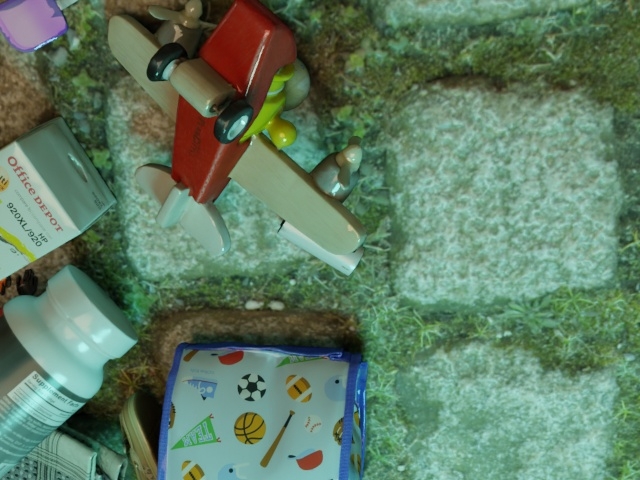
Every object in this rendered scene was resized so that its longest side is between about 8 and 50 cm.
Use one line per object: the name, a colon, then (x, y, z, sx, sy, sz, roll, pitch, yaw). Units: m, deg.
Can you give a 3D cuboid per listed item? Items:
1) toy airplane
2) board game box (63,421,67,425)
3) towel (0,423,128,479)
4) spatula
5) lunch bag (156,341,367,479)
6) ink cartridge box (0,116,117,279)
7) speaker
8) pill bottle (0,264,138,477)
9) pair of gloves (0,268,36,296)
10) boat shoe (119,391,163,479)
toy airplane: (-0.120, -0.165, 1.287, 0.385, 0.272, 0.386, 8, 130, 46)
board game box: (-0.562, 0.341, 1.655, 0.154, 0.026, 0.103, -29, 105, 18)
towel: (-0.512, 0.446, 1.613, 0.324, 0.056, 0.312, 23, 117, 12)
spatula: (-0.351, -0.374, 1.331, 0.297, 0.030, 0.084, -23, 108, 16)
lunch bag: (-0.091, 0.364, 1.481, 0.328, 0.239, 0.385, 1, 90, 9)
ink cartridge box: (-0.481, -0.056, 1.404, 0.233, 0.168, 0.171, -28, 105, 17)
speaker: (0.000, 0.000, 1.422, 0.136, 0.055, 0.055, 31, 113, -5)
pill bottle: (-0.490, 0.221, 1.451, 0.363, 0.210, 0.210, -42, 102, -3)
pair of gloves: (-0.536, 0.073, 1.551, 0.083, 0.010, 0.074, 19, 113, -1)
boat shoe: (-0.309, 0.403, 1.603, 0.089, 0.104, 0.285, -11, 112, 12)
